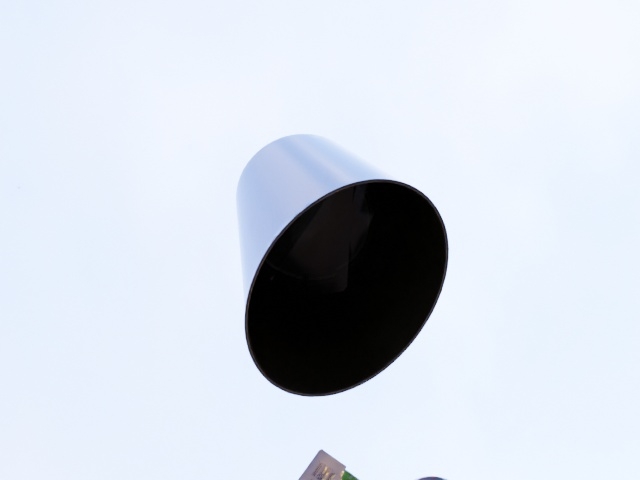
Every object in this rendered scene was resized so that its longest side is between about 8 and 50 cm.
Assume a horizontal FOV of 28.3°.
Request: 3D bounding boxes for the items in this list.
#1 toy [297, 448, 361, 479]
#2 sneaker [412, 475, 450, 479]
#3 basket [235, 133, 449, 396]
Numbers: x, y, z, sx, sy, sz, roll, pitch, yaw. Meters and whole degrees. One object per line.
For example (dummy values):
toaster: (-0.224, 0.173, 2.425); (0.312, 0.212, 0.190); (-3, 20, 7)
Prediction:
toy: (-0.046, 0.316, 1.251); (0.237, 0.056, 0.137); (-50, -46, -3)
sneaker: (0.111, 0.238, 0.971); (0.125, 0.262, 0.104); (-31, -124, -16)
basket: (0.000, 0.000, 1.133); (0.154, 0.227, 0.204); (27, -76, -20)
